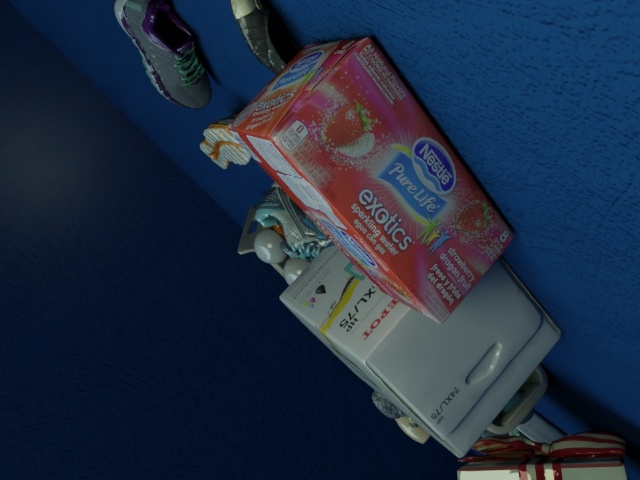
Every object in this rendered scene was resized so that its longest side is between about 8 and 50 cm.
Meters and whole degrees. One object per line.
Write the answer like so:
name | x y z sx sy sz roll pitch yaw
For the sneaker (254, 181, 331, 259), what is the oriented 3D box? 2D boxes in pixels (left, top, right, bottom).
sneaker | 0.000 0.000 1.144 0.283 0.122 0.110 38 171 26

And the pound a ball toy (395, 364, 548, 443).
pound a ball toy | 0.253 0.283 1.106 0.135 0.208 0.319 42 171 9

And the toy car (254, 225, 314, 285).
toy car | -0.029 -0.004 1.291 0.182 0.159 0.136 42 135 5

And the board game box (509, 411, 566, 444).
board game box | 0.494 0.454 1.381 0.193 0.053 0.305 37 170 38

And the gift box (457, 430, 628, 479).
gift box | 0.341 0.424 0.969 0.276 0.255 0.258 33 -129 -68

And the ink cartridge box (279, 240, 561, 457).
ink cartridge box | 0.117 0.098 0.835 0.197 0.198 0.270 47 170 -24

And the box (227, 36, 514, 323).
box | 0.051 -0.055 0.617 0.257 0.123 0.128 47 171 -27

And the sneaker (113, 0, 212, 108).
sneaker | -0.211 -0.265 0.943 0.098 0.083 0.224 31 166 35

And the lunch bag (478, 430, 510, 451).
lunch bag | 0.329 0.401 1.585 0.303 0.115 0.243 46 162 -22

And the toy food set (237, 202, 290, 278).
toy food set | -0.081 0.068 1.614 0.306 0.092 0.220 46 -156 -22

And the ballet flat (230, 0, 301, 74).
ballet flat | -0.028 -0.185 0.644 0.049 0.057 0.173 -19 130 33

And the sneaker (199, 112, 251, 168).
sneaker | -0.145 -0.178 1.079 0.084 0.083 0.215 46 166 -18

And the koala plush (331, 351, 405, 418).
koala plush | 0.091 0.147 1.088 0.221 0.203 0.196 31 -163 -25
